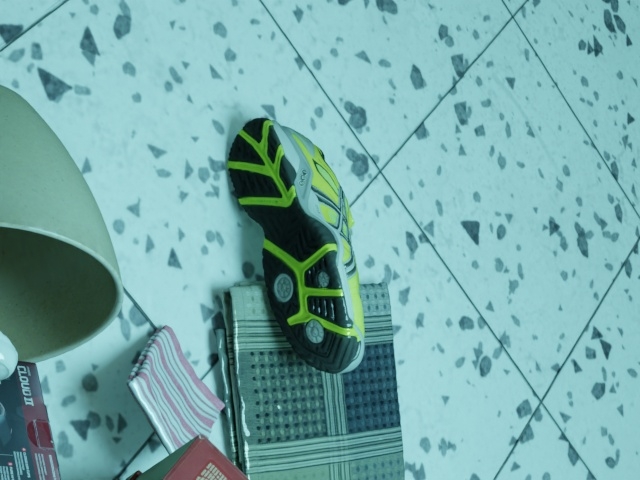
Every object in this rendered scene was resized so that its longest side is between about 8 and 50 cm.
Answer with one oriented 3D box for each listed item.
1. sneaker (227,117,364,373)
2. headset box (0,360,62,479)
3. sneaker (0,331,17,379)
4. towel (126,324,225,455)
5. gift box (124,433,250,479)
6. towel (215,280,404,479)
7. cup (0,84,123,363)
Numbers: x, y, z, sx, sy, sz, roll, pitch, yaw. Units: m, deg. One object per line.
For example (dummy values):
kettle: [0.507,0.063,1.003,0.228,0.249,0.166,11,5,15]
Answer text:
sneaker: [0.000,0.000,1.719,0.147,0.145,0.385,6,60,-45]
headset box: [-0.405,0.228,1.288,0.293,0.110,0.218,11,38,-35]
sneaker: [-0.416,0.132,1.236,0.232,0.090,0.115,10,53,-32]
towel: [-0.181,0.198,1.561,0.144,0.029,0.197,58,12,-12]
gift box: [-0.170,0.423,1.422,0.276,0.258,0.255,50,49,-2]
towel: [-0.012,0.211,1.768,0.324,0.056,0.312,2,80,-43]
cup: [-0.383,-0.032,1.319,0.331,0.331,0.237,16,52,-37]
